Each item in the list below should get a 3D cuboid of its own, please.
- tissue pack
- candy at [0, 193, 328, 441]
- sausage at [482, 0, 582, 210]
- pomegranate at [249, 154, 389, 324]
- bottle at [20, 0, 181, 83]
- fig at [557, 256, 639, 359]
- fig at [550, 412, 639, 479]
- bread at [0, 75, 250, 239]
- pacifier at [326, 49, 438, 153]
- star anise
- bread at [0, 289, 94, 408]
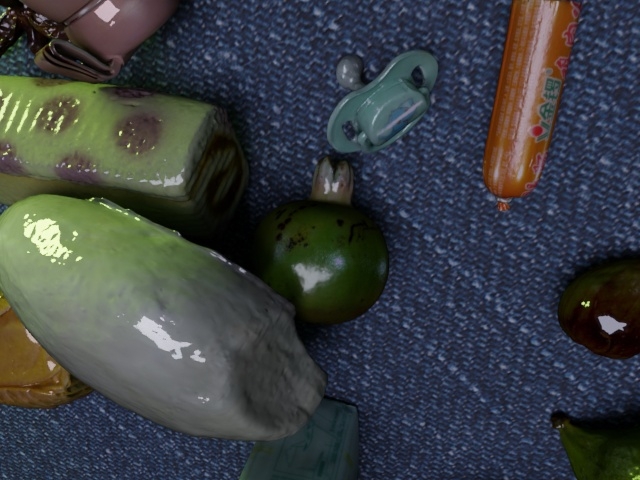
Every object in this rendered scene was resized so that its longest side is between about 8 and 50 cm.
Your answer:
[{"bbox_3d":[-0.048,0.439,0.797,0.162,0.388,0.288,7,114,10],"label":"tissue pack"},{"bbox_3d":[-0.202,0.095,0.707,0.426,0.386,0.186,28,76,18],"label":"candy"},{"bbox_3d":[0.226,-0.143,0.660,0.071,0.071,0.234,9,114,11],"label":"sausage"},{"bbox_3d":[0.000,0.000,0.736,0.179,0.180,0.210,6,93,12],"label":"pomegranate"},{"bbox_3d":[-0.294,-0.324,0.626,0.173,0.206,0.297,-1,139,43],"label":"bottle"},{"bbox_3d":[0.356,0.064,0.702,0.109,0.103,0.155,34,87,-8],"label":"fig"},{"bbox_3d":[0.414,0.310,0.774,0.235,0.203,0.203,30,125,46],"label":"fig"},{"bbox_3d":[-0.273,-0.108,0.743,0.338,0.155,0.187,10,156,12],"label":"bread"},{"bbox_3d":[0.062,-0.168,0.690,0.150,0.127,0.117,-42,60,9],"label":"pacifier"},{"bbox_3d":[-0.383,-0.279,0.726,0.158,0.144,0.141,5,121,11],"label":"star anise"},{"bbox_3d":[-0.456,0.153,0.921,0.274,0.149,0.274,3,107,11],"label":"bread"}]
